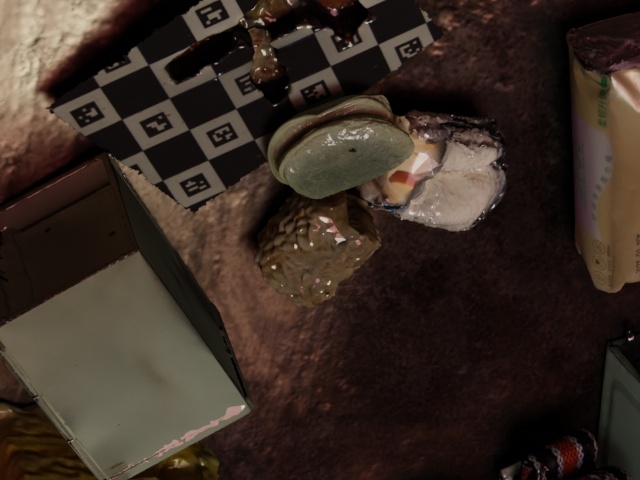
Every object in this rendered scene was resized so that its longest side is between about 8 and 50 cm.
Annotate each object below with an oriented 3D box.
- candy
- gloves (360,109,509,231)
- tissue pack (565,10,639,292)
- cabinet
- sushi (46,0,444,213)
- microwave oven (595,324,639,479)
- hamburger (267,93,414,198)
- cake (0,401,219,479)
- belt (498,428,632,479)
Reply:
[{"bbox_3d":[0.000,0.000,1.578,0.095,0.085,0.110,32,115,-29],"label":"candy"},{"bbox_3d":[0.107,-0.066,1.586,0.153,0.070,0.114,12,108,-39],"label":"gloves"},{"bbox_3d":[0.335,-0.094,1.645,0.215,0.123,0.257,-18,127,-12],"label":"tissue pack"},{"bbox_3d":[-0.179,0.068,1.478,0.150,0.145,0.206,-28,129,3],"label":"cabinet"},{"bbox_3d":[-0.060,-0.153,1.458,0.279,0.043,0.192,-34,138,17],"label":"sushi"},{"bbox_3d":[0.493,0.220,1.869,0.355,0.218,0.286,-13,127,-18],"label":"microwave oven"},{"bbox_3d":[0.008,-0.080,1.494,0.121,0.054,0.084,-25,152,17],"label":"hamburger"},{"bbox_3d":[-0.181,0.307,1.555,0.222,0.286,0.227,4,119,-28],"label":"cake"},{"bbox_3d":[0.245,0.354,1.901,0.094,0.126,0.359,-22,134,-27],"label":"belt"}]
